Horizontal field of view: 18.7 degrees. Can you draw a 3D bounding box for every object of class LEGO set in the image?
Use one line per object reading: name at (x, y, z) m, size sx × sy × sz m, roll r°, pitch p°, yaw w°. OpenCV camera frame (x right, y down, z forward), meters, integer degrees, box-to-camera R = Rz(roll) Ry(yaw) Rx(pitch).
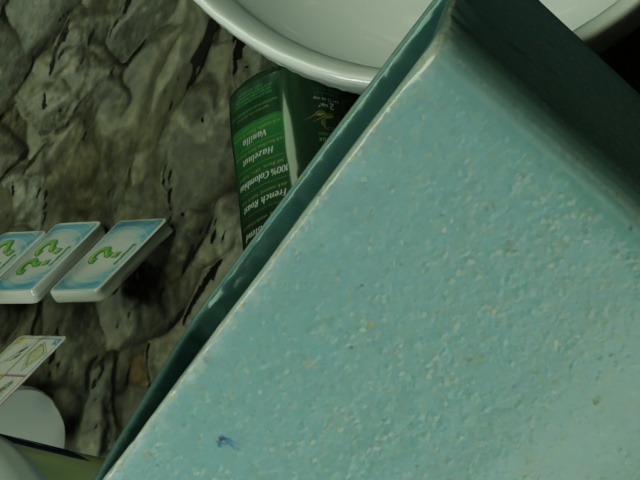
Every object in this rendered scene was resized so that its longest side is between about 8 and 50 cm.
LEGO set at (-0.232, 0.052, 1.220) m, size 0.182 × 0.060 × 0.244 m, roll -2°, pitch 36°, yaw 45°

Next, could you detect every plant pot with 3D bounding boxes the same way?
plant pot at (0.086, 0.059, 0.838) m, size 0.248 × 0.252 × 0.247 m, roll -52°, pitch 4°, yaw 17°

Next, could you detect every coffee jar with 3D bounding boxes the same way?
coffee jar at (0.000, 0.000, 1.073) m, size 0.079 × 0.096 × 0.184 m, roll -24°, pitch 58°, yaw 40°

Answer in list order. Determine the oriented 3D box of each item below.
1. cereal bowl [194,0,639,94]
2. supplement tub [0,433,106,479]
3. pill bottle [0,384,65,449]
cereal bowl at (0.064, -0.230, 1.019) m, size 0.339 × 0.141 × 0.339 m, roll -2°, pitch 81°, yaw 13°
supplement tub at (-0.142, 0.221, 0.964) m, size 0.235 × 0.325 × 0.235 m, roll -18°, pitch 63°, yaw 39°
pill bottle at (-0.246, 0.123, 1.271) m, size 0.169 × 0.094 × 0.094 m, roll 3°, pitch 77°, yaw 45°
